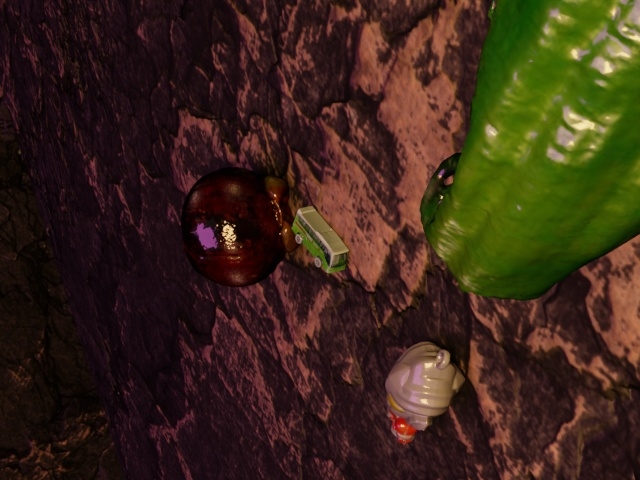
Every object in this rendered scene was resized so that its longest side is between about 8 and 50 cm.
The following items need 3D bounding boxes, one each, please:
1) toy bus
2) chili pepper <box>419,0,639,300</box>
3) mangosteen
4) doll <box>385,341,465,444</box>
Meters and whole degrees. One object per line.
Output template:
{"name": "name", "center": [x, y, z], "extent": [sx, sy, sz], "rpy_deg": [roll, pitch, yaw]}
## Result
{"name": "toy bus", "center": [0.000, 0.000, 1.108], "extent": [0.083, 0.031, 0.037], "rpy_deg": [50, 137, 33]}
{"name": "chili pepper", "center": [0.192, -0.113, 0.516], "extent": [0.167, 0.213, 0.385], "rpy_deg": [47, 141, 15]}
{"name": "mangosteen", "center": [-0.094, -0.017, 1.164], "extent": [0.152, 0.152, 0.152], "rpy_deg": [39, 139, 44]}
{"name": "doll", "center": [0.101, 0.161, 0.995], "extent": [0.180, 0.079, 0.094], "rpy_deg": [107, 167, -56]}
